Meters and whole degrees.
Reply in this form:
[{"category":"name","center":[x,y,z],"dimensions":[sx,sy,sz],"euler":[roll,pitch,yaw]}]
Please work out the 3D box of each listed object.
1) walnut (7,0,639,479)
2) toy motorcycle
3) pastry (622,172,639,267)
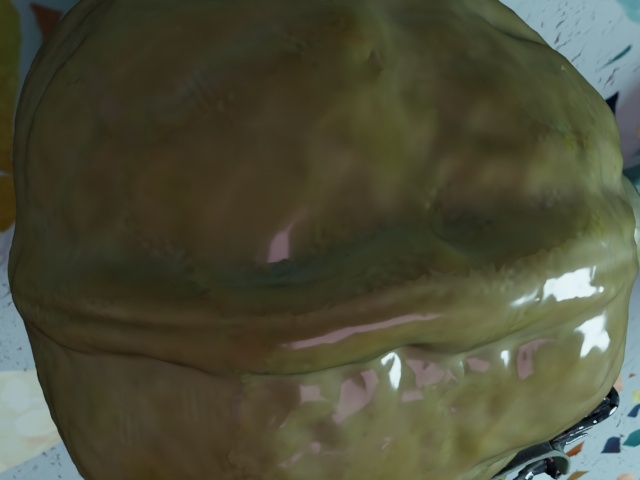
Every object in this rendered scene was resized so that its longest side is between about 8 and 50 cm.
[{"category":"walnut","center":[0.000,0.000,0.683],"dimensions":[0.381,0.381,0.381],"euler":[-13,136,-13]},{"category":"toy motorcycle","center":[0.171,0.206,1.133],"dimensions":[0.263,0.091,0.157],"euler":[-20,145,-3]},{"category":"pastry","center":[0.198,0.004,0.945],"dimensions":[0.156,0.092,0.156],"euler":[-11,140,-10]}]
